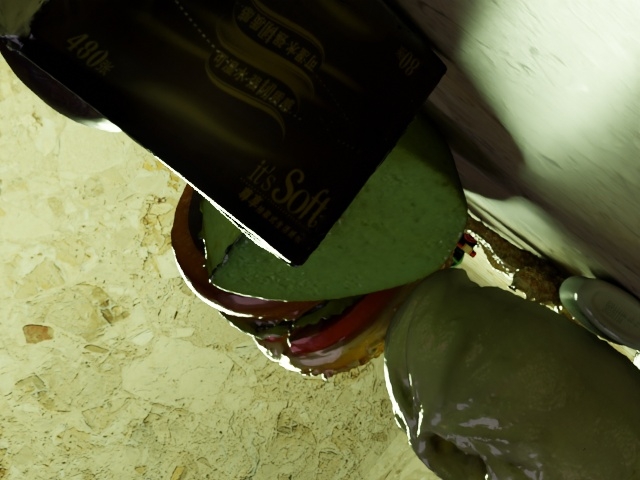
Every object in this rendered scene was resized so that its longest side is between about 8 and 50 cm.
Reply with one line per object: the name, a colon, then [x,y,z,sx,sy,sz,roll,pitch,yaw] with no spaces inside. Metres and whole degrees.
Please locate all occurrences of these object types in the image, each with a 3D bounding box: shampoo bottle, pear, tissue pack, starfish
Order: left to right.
tissue pack: [-0.095,-0.163,1.296,0.198,0.210,0.370,33,177,40]
pear: [0.033,-0.064,1.814,0.292,0.292,0.159,39,-146,-38]
starfish: [0.274,0.054,2.250,0.299,0.060,0.302,44,-176,-11]
shampoo bottle: [0.317,0.079,2.012,0.108,0.051,0.221,35,180,-1]

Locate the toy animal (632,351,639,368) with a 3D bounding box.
toy animal: [0.436,0.188,2.115,0.188,0.089,0.179,43,169,38]

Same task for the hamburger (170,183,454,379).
hamburger: [0.000,0.000,2.236,0.330,0.330,0.250,38,174,48]

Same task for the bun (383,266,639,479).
bun: [0.230,0.205,2.076,0.365,0.219,0.365,32,167,8]

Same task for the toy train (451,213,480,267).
toy train: [0.158,-0.019,2.399,0.138,0.087,0.050,40,-178,-26]

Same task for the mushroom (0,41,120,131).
mushroom: [-0.265,-0.270,2.069,0.345,0.345,0.239,39,-139,-11]
